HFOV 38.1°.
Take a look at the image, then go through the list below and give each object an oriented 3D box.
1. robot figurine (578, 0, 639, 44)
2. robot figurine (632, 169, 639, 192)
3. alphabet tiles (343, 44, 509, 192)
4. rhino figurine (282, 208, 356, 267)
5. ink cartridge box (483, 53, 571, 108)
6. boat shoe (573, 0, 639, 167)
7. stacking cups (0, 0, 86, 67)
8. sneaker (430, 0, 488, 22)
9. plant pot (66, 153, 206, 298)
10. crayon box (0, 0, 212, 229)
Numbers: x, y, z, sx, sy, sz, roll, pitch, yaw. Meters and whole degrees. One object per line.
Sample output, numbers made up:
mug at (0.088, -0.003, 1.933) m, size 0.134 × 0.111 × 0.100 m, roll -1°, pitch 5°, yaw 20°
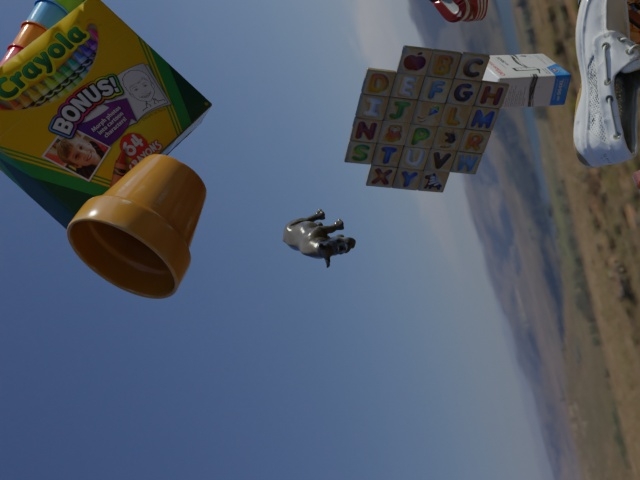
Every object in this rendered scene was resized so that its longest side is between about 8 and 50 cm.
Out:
robot figurine at (0.662, -0.471, 1.900) m, size 0.291 × 0.211 × 0.085 m, roll 24°, pitch -111°, yaw -39°
robot figurine at (0.858, -0.167, 2.197) m, size 0.128 × 0.219 × 0.158 m, roll 13°, pitch -126°, yaw -67°
alphabet tiles at (0.208, -0.234, 1.859) m, size 0.011 × 0.285 × 0.342 m, roll -95°, pitch 14°, yaw -47°
rhino figurine at (0.000, 0.000, 1.945) m, size 0.243 × 0.106 × 0.073 m, roll 28°, pitch 139°, yaw 61°
ink cartridge box at (0.490, -0.396, 2.298) m, size 0.148 × 0.203 × 0.085 m, roll -121°, pitch 31°, yaw -51°
boat shoe at (0.424, -0.243, 1.315) m, size 0.098 × 0.096 × 0.277 m, roll 3°, pitch -93°, yaw -41°
stacking cups at (-0.564, -0.450, 1.903) m, size 0.316 × 0.096 × 0.096 m, roll -67°, pitch -31°, yaw -29°
sneaker at (0.284, -0.555, 2.046) m, size 0.128 × 0.087 × 0.221 m, roll -3°, pitch -123°, yaw -45°
plant pot at (-0.289, -0.037, 1.566) m, size 0.188 × 0.205 × 0.205 m, roll -62°, pitch -36°, yaw -32°
crayon box at (-0.445, -0.239, 1.760) m, size 0.313 × 0.363 × 0.106 m, roll 43°, pitch 152°, yaw -4°
